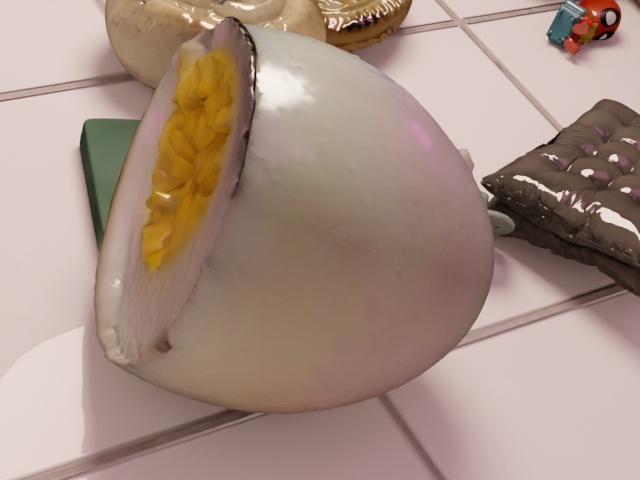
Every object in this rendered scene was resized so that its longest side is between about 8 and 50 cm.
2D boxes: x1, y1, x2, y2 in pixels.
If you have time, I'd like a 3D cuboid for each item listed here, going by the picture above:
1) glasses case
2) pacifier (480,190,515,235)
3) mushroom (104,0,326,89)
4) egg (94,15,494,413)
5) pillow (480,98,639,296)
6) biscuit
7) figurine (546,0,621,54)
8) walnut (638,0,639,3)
[{"bbox_3d":[-0.214,-0.059,1.425,0.078,0.039,0.184,0,46,-20],"label":"glasses case"},{"bbox_3d":[0.142,-0.007,1.480,0.150,0.127,0.116,18,77,-34],"label":"pacifier"},{"bbox_3d":[-0.120,-0.281,1.546,0.260,0.234,0.254,-3,44,-23],"label":"mushroom"},{"bbox_3d":[0.000,0.000,1.236,0.340,0.354,0.354,18,40,-24],"label":"egg"},{"bbox_3d":[0.361,-0.066,1.576,0.228,0.101,0.326,27,41,27],"label":"pillow"},{"bbox_3d":[0.009,-0.348,1.748,0.259,0.079,0.259,3,54,-4],"label":"biscuit"},{"bbox_3d":[0.386,-0.319,1.903,0.075,0.068,0.140,37,39,22],"label":"figurine"},{"bbox_3d":[0.530,-0.429,2.012,0.144,0.144,0.180,2,35,-19],"label":"walnut"}]
